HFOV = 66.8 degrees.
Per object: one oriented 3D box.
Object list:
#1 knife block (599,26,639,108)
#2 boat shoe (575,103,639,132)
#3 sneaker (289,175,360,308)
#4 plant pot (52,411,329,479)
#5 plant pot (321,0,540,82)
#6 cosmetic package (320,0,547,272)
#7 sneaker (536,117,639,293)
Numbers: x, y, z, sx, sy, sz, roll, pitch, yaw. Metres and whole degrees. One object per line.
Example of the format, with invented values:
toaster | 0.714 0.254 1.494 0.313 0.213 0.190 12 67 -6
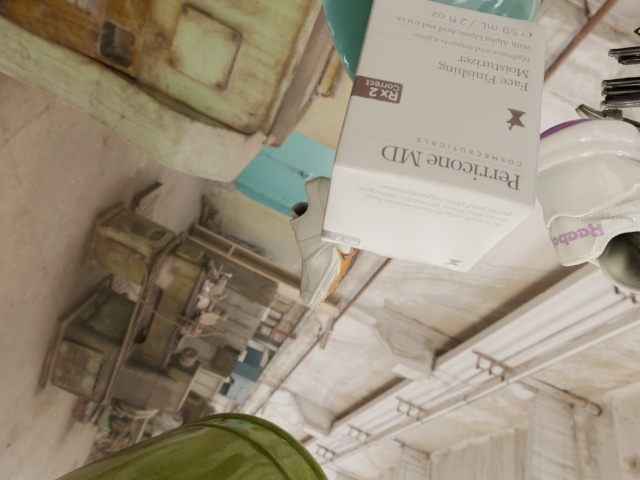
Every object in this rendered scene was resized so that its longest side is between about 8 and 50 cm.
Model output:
knife block | 0.584 -0.235 0.732 0.088 0.275 0.242 -20 156 -49
boat shoe | 0.597 -0.247 0.991 0.056 0.152 0.049 -72 -172 -50
sneaker | 0.000 0.000 0.768 0.099 0.121 0.262 -45 165 -43
plant pot | -0.196 0.379 0.500 0.366 0.367 0.353 -64 152 -4
plant pot | 0.177 -0.347 0.728 0.235 0.292 0.293 -31 178 -10
cosmetic package | 0.095 -0.090 0.442 0.151 0.152 0.183 98 4 -67
sneaker | 0.324 -0.017 0.479 0.114 0.306 0.152 145 -53 -60
